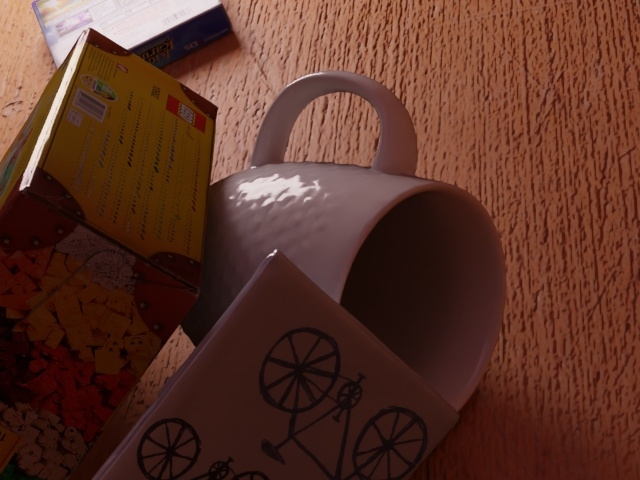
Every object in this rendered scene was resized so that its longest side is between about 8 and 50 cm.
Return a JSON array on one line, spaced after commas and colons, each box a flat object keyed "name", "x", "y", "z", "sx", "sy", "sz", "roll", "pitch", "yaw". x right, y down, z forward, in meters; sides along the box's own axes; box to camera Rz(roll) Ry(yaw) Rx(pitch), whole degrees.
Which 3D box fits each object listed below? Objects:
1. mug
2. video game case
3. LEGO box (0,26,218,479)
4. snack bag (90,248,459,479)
[{"name": "mug", "x": 0.000, "y": 0.000, "z": 1.581, "sx": 0.328, "sy": 0.276, "sz": 0.374, "roll": 14, "pitch": 97, "yaw": 43}, {"name": "video game case", "x": -0.297, "y": -0.348, "z": 2.242, "sx": 0.269, "sy": 0.061, "sz": 0.244, "roll": -26, "pitch": 45, "yaw": -2}, {"name": "LEGO box", "x": -0.292, "y": 0.035, "z": 1.549, "sx": 0.372, "sy": 0.193, "sz": 0.500, "roll": -53, "pitch": 16, "yaw": 20}, {"name": "snack bag", "x": -0.054, "y": 0.221, "z": 1.361, "sx": 0.342, "sy": 0.323, "sz": 0.037, "roll": -52, "pitch": 39, "yaw": -4}]
